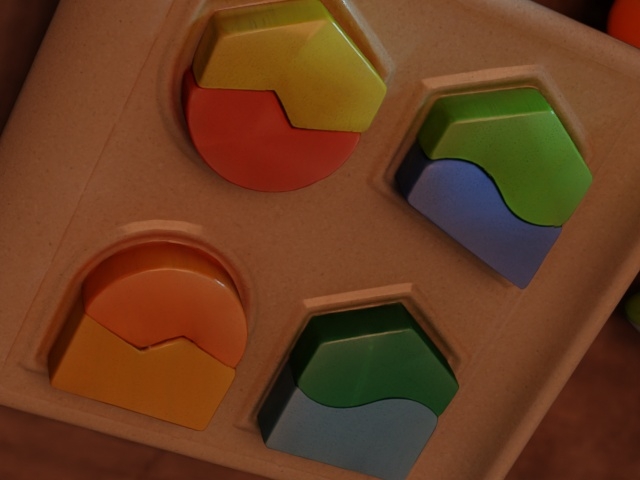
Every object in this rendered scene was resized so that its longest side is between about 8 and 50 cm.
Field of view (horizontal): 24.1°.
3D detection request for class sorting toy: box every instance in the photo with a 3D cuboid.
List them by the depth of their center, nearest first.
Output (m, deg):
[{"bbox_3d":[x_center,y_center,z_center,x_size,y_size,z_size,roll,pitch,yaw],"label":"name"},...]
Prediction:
[{"bbox_3d":[0.000,0.000,0.480,0.208,0.038,0.193,21,113,-18],"label":"sorting toy"}]

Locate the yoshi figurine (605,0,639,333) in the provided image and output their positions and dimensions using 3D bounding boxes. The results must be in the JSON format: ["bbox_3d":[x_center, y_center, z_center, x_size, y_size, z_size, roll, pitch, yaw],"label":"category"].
[{"bbox_3d":[0.225,-0.062,0.513,0.203,0.203,0.362,-26,103,-30],"label":"yoshi figurine"}]
